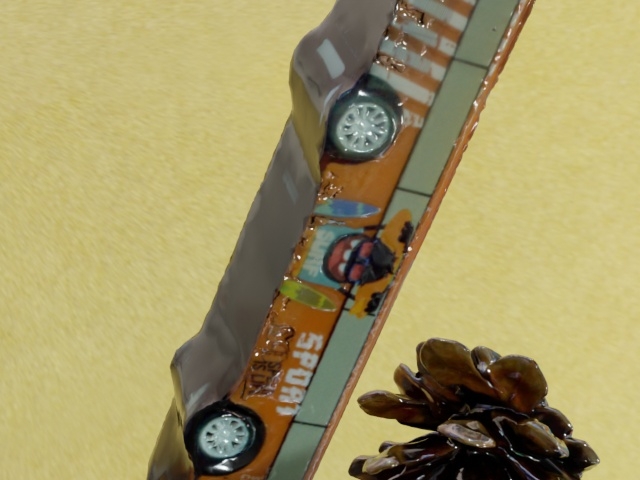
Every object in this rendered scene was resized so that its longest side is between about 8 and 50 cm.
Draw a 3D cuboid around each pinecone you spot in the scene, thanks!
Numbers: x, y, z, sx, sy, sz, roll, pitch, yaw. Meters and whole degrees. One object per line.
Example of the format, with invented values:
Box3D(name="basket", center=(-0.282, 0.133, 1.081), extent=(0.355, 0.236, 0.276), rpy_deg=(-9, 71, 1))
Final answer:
Box3D(name="pinecone", center=(0.123, 0.203, 1.291), extent=(0.229, 0.202, 0.201), rpy_deg=(36, 76, 12))

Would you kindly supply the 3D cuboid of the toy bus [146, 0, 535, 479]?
Box3D(name="toy bus", center=(0.000, 0.000, 0.897), extent=(0.092, 0.093, 0.409), rpy_deg=(14, 115, -22))
